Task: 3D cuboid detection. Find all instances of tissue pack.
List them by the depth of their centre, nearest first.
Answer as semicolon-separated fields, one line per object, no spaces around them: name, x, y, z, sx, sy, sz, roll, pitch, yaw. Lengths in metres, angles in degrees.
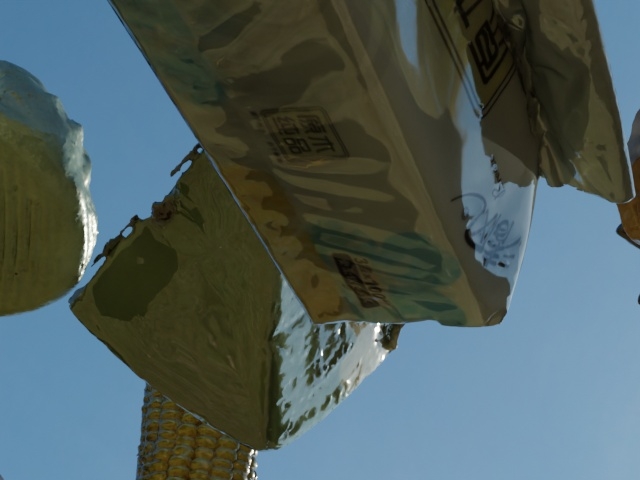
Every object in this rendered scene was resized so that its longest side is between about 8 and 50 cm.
tissue pack;0.030;-0.098;0.592;0.145;0.159;0.229;-3;-43;27

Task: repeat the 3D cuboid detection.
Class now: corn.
corn;-0.103;0.176;1.374;0.115;0.318;0.115;2;-31;1

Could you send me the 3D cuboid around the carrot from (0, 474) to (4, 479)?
carrot;-0.353;0.165;1.378;0.260;0.070;0.070;31;-38;39

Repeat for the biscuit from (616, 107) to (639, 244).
biscuit;0.283;-0.091;1.155;0.144;0.236;0.040;29;-18;-29

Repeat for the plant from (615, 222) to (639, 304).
plant;0.452;0.016;1.588;0.320;0.181;0.194;-3;-72;32

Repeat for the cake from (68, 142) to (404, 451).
cake;0.001;-0.004;0.984;0.172;0.158;0.283;46;-44;2

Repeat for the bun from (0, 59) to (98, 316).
bun;-0.260;-0.046;1.243;0.221;0.108;0.221;10;-51;12
